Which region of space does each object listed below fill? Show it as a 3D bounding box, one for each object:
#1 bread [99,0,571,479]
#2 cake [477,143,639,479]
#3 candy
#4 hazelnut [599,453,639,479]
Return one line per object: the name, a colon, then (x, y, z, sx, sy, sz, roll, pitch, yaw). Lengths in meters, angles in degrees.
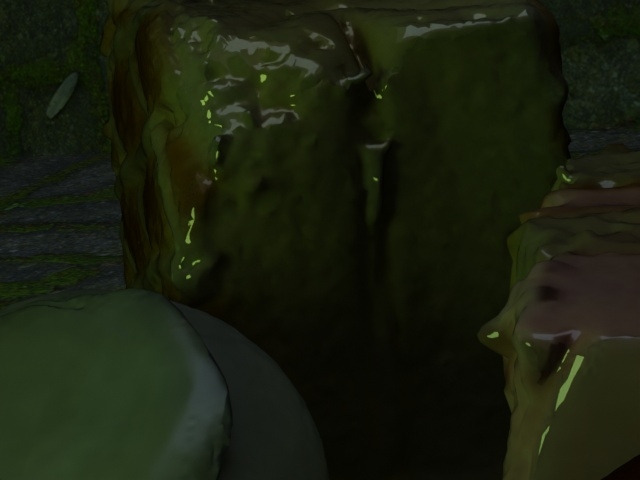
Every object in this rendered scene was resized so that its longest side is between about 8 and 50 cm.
bread: (0.000, 0.000, 1.243, 0.279, 0.371, 0.390, -5, 16, -13)
cake: (0.214, 0.122, 0.752, 0.293, 0.314, 0.307, -2, 12, 12)
candy: (-0.121, 0.161, 0.955, 0.295, 0.185, 0.295, -18, 50, 23)
hazelnut: (0.176, 0.202, 0.400, 0.365, 0.366, 0.366, -6, 13, 1)
